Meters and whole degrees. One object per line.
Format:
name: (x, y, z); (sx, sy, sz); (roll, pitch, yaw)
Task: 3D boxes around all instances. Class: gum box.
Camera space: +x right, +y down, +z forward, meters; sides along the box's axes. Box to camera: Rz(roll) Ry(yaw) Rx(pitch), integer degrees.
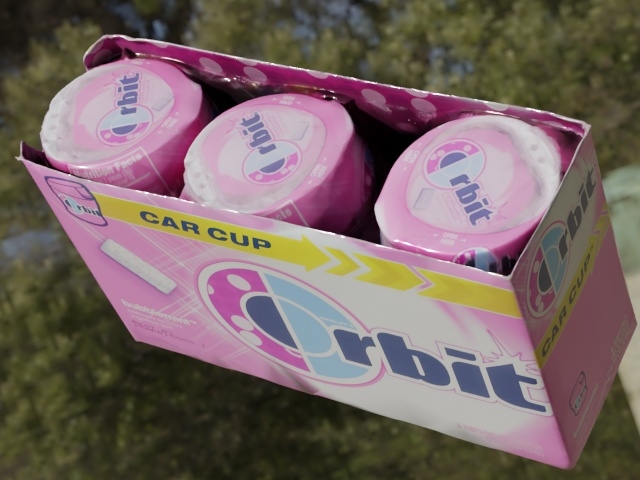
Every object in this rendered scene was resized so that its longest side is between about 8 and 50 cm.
gum box: (0.000, 0.000, 0.563); (0.188, 0.107, 0.062); (13, 59, 28)
